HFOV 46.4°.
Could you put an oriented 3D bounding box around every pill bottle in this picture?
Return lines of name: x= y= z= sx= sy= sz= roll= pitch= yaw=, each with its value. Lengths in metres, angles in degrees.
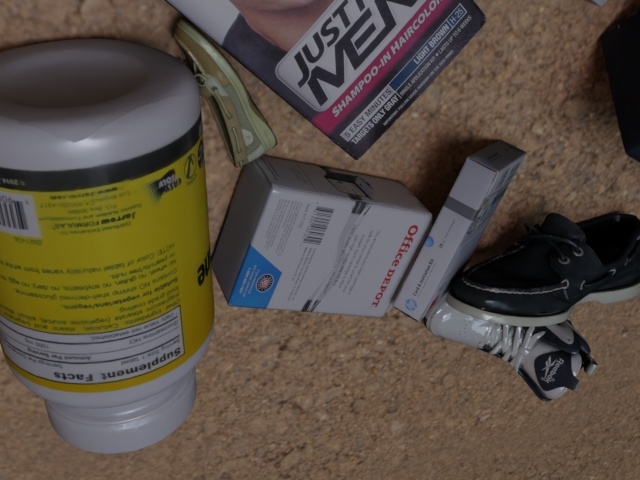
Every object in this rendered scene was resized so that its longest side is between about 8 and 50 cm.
pill bottle: x=-0.187 y=0.017 z=0.638 sx=0.188 sy=0.188 sz=0.333 roll=-11 pitch=127 yaw=-19

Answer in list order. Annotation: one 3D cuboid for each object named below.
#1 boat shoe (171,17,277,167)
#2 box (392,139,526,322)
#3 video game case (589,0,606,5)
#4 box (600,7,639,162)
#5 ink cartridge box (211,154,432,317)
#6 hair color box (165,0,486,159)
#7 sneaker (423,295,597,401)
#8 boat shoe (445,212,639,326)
boat shoe: x=-0.092 y=-0.128 z=0.671 sx=0.048 sy=0.056 sz=0.153 roll=-37 pitch=137 yaw=-3
box: x=0.156 y=-0.014 z=0.826 sx=0.145 sy=0.038 sz=0.186 roll=-28 pitch=144 yaw=-60
video game case: x=0.276 y=-0.369 z=0.699 sx=0.206 sy=0.026 sz=0.227 roll=23 pitch=111 yaw=-35
box: x=0.527 y=-0.167 z=0.742 sx=0.343 sy=0.178 sz=0.312 roll=21 pitch=144 yaw=-24
ink cartridge box: x=0.000 y=0.000 z=0.783 sx=0.191 sy=0.082 sz=0.139 roll=7 pitch=119 yaw=-31
hair color box: x=-0.039 y=-0.233 z=0.591 sx=0.174 sy=0.105 sz=0.347 roll=-48 pitch=128 yaw=10
sneaker: x=0.255 y=0.132 z=0.949 sx=0.235 sy=0.153 sz=0.094 roll=16 pitch=113 yaw=-33
boat shoe: x=0.287 y=0.021 z=0.897 sx=0.340 sy=0.127 sz=0.113 roll=-4 pitch=113 yaw=-33
